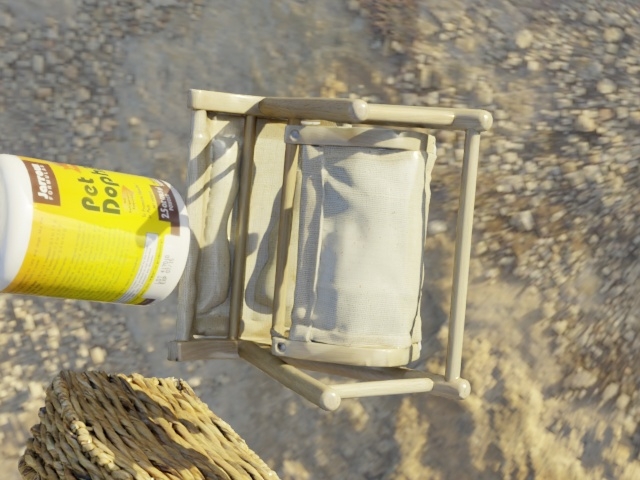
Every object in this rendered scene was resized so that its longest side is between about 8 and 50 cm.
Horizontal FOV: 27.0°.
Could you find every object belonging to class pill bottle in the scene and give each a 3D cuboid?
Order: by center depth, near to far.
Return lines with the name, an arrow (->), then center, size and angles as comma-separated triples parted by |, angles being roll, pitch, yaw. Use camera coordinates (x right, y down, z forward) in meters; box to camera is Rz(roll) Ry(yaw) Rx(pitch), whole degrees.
pill bottle -> -0.229, -0.009, 1.145 | 0.117, 0.215, 0.117 | -12, 74, 50

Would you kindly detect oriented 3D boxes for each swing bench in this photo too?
swing bench -> 0.000, 0.000, 1.188 | 0.255, 0.165, 0.253 | 11, 97, 51

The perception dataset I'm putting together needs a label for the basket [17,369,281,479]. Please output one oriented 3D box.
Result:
basket -> -0.181, 0.293, 1.314 | 0.299, 0.213, 0.223 | 38, 109, 41
